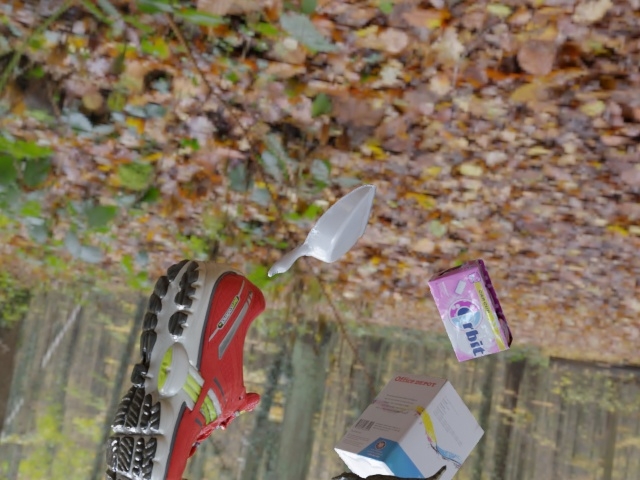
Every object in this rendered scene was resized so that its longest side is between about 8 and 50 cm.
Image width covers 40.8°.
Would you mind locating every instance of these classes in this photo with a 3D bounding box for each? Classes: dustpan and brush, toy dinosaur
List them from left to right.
[{"bbox_3d":[0.000,0.000,1.381,0.060,0.211,0.147,33,147,15],"label":"dustpan and brush"},{"bbox_3d":[0.154,0.554,1.865,0.268,0.118,0.064,2,-178,-19],"label":"toy dinosaur"}]

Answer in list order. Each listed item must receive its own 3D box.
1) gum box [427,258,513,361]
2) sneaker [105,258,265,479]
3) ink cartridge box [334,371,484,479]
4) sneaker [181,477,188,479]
[{"bbox_3d":[0.299,0.135,1.722,0.107,0.188,0.062,-19,-172,24],"label":"gum box"},{"bbox_3d":[-0.116,0.159,0.806,0.118,0.278,0.107,20,173,-33],"label":"sneaker"},{"bbox_3d":[0.221,0.490,2.118,0.198,0.270,0.197,-3,128,56],"label":"ink cartridge box"},{"bbox_3d":[-0.202,0.487,1.279,0.099,0.262,0.121,3,163,-21],"label":"sneaker"}]
